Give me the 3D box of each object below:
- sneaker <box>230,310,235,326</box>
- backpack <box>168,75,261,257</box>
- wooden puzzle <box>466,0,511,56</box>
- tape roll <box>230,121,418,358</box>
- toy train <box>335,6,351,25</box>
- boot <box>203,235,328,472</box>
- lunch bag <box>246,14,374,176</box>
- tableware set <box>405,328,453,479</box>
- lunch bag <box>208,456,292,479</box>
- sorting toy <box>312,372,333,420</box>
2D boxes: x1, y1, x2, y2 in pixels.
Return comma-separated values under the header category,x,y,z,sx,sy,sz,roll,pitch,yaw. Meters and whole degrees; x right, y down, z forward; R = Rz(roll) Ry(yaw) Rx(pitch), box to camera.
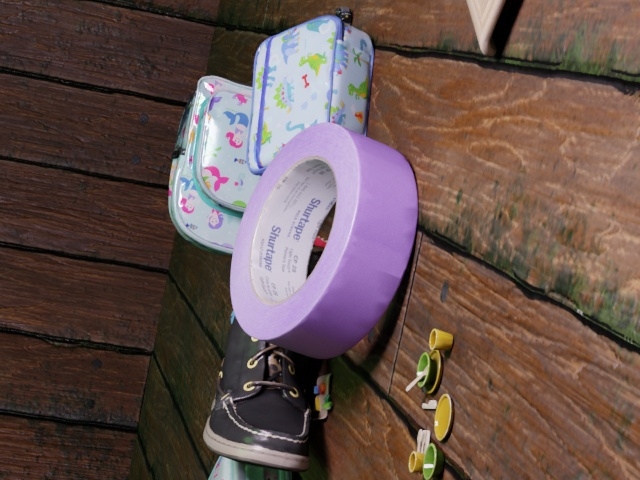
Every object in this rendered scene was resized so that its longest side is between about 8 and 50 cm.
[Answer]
category,x,y,z,sx,sy,sz,roll,pitch,yaw
sneaker,-0.086,0.144,2.406,0.190,0.071,0.083,-105,33,-44
backpack,-0.108,-0.099,2.306,0.191,0.225,0.253,-175,101,-80
wooden puzzle,0.193,-0.343,1.630,0.221,0.044,0.238,-97,17,-51
tape roll,0.000,0.000,1.894,0.275,0.090,0.274,-36,44,44
toy train,0.016,-0.289,2.362,0.158,0.027,0.036,117,148,-51
boot,-0.056,0.137,2.084,0.377,0.138,0.284,-116,41,-82
lunch bag,-0.020,-0.188,2.155,0.176,0.090,0.218,-10,67,44
tableware set,0.112,0.168,1.617,0.104,0.024,0.154,163,117,-75
lunch bag,-0.105,0.431,2.160,0.279,0.108,0.224,-94,22,-43
sorting toy,0.003,0.206,2.074,0.083,0.012,0.062,148,131,-73
